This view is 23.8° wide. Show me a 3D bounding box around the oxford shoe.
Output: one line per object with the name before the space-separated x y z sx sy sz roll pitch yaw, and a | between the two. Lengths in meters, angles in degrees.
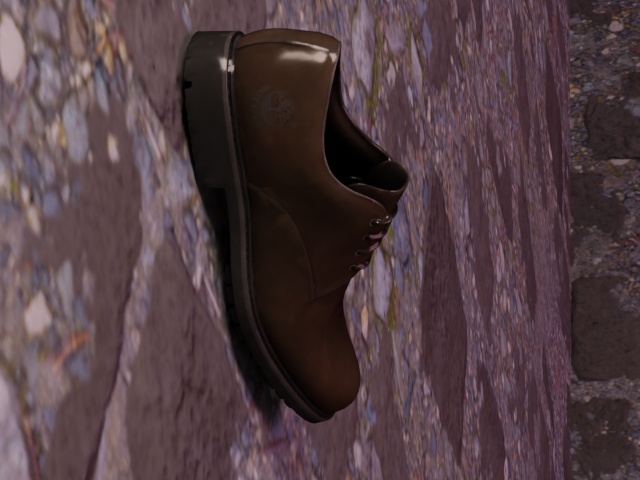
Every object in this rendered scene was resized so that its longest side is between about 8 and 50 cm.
oxford shoe | 0.000 0.000 0.773 0.083 0.096 0.227 -76 159 -55
